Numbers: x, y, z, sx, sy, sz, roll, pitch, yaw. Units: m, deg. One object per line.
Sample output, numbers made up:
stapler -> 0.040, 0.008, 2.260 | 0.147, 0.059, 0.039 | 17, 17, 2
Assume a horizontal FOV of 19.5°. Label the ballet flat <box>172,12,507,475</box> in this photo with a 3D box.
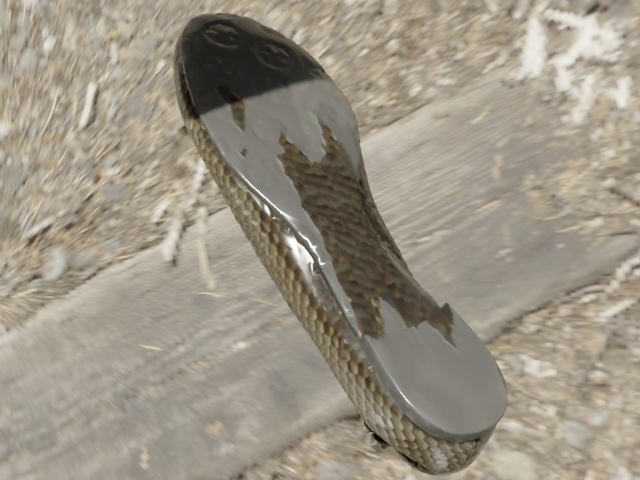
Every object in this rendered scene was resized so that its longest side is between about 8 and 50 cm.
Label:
ballet flat -> 0.000, 0.000, 0.831 | 0.084, 0.058, 0.250 | -16, 61, -33
